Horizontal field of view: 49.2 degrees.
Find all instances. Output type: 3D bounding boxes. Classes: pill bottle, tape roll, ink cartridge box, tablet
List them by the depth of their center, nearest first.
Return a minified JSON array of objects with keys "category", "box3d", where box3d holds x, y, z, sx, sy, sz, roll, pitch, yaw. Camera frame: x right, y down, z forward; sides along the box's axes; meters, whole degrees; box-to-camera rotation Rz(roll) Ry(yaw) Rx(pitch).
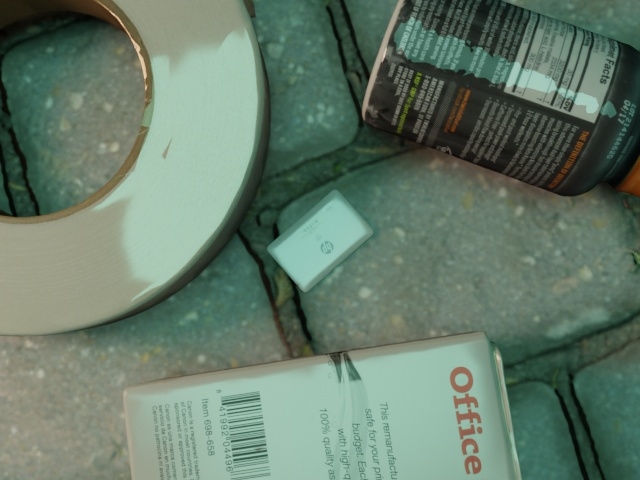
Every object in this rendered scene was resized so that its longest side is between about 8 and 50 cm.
[{"category":"ink cartridge box","box3d":[0.007,0.186,0.538,0.273,0.114,0.197,-8,82,1]},{"category":"pill bottle","box3d":[0.168,-0.116,0.571,0.246,0.130,0.130,21,83,4]},{"category":"tape roll","box3d":[-0.234,-0.114,0.594,0.392,0.072,0.391,0,86,2]},{"category":"tablet","box3d":[0.000,0.000,0.620,0.083,0.006,0.054,-41,84,-4]}]
